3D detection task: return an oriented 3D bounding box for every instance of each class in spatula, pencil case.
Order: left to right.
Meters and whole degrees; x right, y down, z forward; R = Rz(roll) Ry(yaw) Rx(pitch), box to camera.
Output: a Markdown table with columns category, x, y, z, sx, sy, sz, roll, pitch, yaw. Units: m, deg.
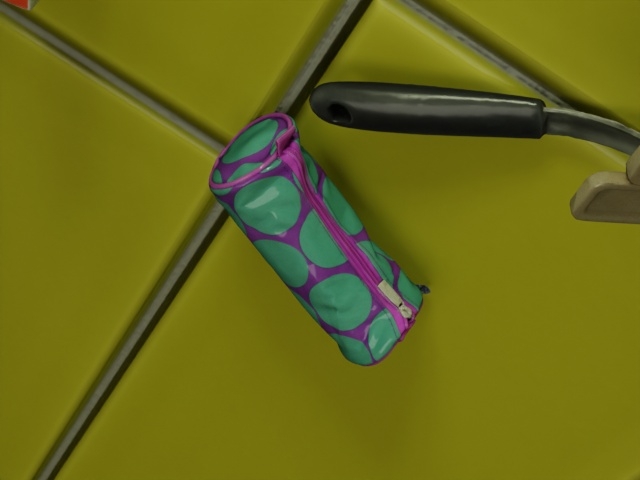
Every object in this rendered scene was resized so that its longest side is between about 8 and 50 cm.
| category | x | y | z | sx | sy | sz | roll | pitch | yaw |
| --- | --- | --- | --- | --- | --- | --- | --- | --- | --- |
| pencil case | 0.000 | 0.000 | 0.761 | 0.070 | 0.064 | 0.152 | -5 | 130 | 52 |
| spatula | 0.134 | -0.052 | 0.664 | 0.296 | 0.030 | 0.084 | 11 | 142 | 19 |

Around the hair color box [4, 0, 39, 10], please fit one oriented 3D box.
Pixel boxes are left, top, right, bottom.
| category | x | y | z | sx | sy | sz | roll | pitch | yaw |
| --- | --- | --- | --- | --- | --- | --- | --- | --- | --- |
| hair color box | -0.134 | -0.204 | 0.612 | 0.053 | 0.093 | 0.167 | 23 | 138 | 6 |

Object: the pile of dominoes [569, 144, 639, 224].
| category | x | y | z | sx | sy | sz | roll | pitch | yaw |
| --- | --- | --- | --- | --- | --- | --- | --- | --- | --- |
| pile of dominoes | 0.248 | -0.063 | 0.545 | 0.196 | 0.040 | 0.251 | 16 | 141 | -33 |
